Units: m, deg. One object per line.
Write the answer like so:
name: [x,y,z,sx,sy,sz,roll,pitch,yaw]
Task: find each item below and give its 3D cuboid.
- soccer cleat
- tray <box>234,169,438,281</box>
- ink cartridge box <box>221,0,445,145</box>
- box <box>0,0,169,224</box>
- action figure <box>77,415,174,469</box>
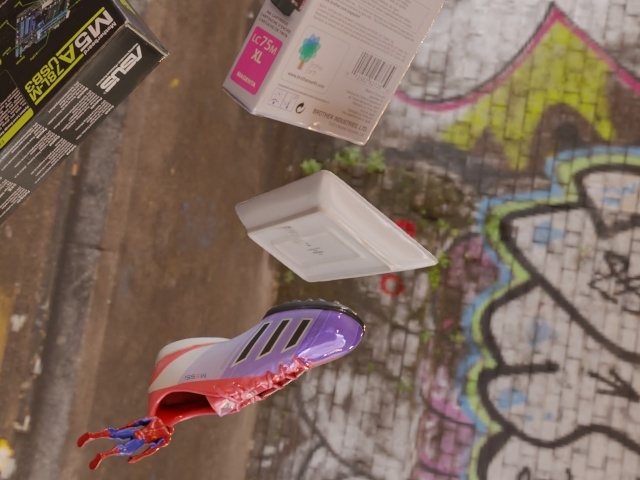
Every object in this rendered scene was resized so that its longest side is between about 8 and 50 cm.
soccer cleat: [-0.086,0.166,1.166,0.109,0.318,0.116,54,31,-34]
tray: [0.000,0.000,0.955,0.030,0.145,0.270,-56,-164,-18]
ink cartridge box: [0.049,-0.249,0.867,0.185,0.065,0.311,8,118,-54]
box: [-0.207,-0.107,0.565,0.190,0.184,0.045,-44,149,7]
action figure: [-0.175,0.185,0.849,0.030,0.038,0.115,-49,157,22]
